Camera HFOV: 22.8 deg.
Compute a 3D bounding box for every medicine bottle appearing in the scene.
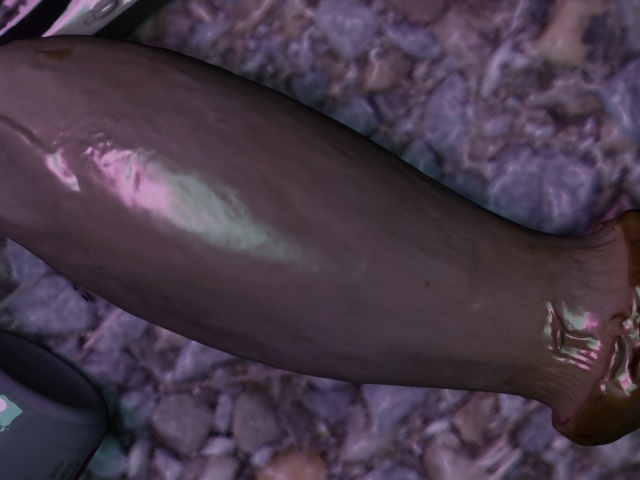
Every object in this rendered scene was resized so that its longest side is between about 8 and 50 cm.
[{"bbox_3d":[-0.194,0.152,0.780,0.090,0.090,0.217,33,98,3],"label":"medicine bottle"}]

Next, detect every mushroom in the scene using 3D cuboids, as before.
[{"bbox_3d":[0.000,0.000,0.729,0.350,0.128,0.128,17,96,-2],"label":"mushroom"}]

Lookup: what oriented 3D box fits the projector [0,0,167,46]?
[{"bbox_3d":[-0.201,-0.185,0.761,0.257,0.079,0.259,-36,87,7],"label":"projector"}]
